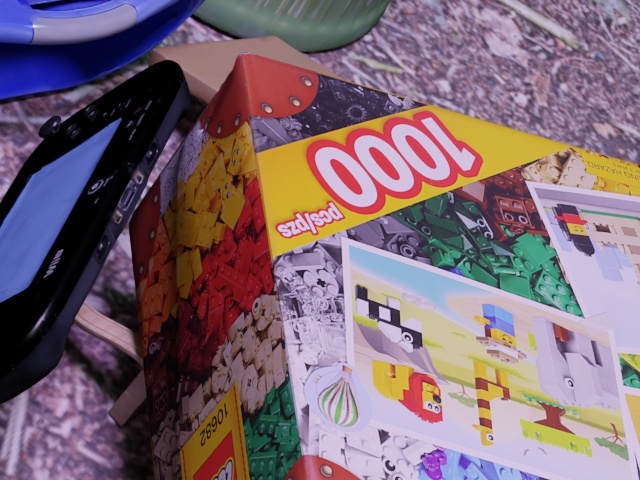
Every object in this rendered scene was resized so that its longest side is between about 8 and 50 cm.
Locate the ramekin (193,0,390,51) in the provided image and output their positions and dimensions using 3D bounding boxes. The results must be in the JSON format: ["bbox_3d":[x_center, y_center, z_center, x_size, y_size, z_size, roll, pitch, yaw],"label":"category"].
[{"bbox_3d":[-0.034,-0.328,1.612,0.303,0.148,0.303,19,47,-22],"label":"ramekin"}]

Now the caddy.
[{"bbox_3d":[-0.211,-0.210,1.333,0.341,0.241,0.179,-17,62,-41],"label":"caddy"}]

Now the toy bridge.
[{"bbox_3d":[-0.121,0.102,1.266,0.188,0.063,0.026,49,44,8],"label":"toy bridge"}]

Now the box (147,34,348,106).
[{"bbox_3d":[-0.013,-0.105,1.463,0.201,0.021,0.164,33,26,26],"label":"box"}]

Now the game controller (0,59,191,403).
[{"bbox_3d":[-0.184,-0.001,1.233,0.067,0.166,0.319,39,42,-17],"label":"game controller"}]

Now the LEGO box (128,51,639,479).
[{"bbox_3d":[0.143,0.124,1.234,0.500,0.193,0.372,13,46,-27],"label":"LEGO box"}]
